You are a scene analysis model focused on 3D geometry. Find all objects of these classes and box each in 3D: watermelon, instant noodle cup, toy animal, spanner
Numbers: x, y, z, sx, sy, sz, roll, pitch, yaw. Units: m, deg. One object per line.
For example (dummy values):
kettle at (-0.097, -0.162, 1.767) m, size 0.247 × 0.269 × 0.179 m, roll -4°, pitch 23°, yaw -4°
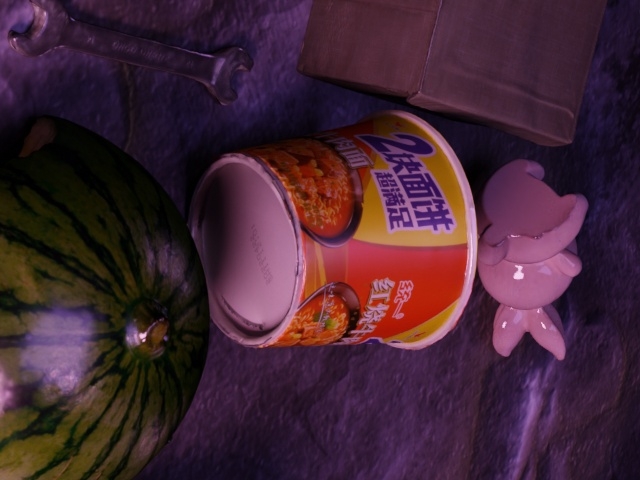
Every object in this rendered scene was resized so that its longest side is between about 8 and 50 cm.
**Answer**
watermelon at (-0.198, 0.082, 1.420) m, size 0.330 × 0.189 × 0.331 m, roll -11°, pitch 107°, yaw -39°
instant noodle cup at (0.000, 0.000, 1.597) m, size 0.174 × 0.213 × 0.213 m, roll -8°, pitch 107°, yaw -36°
toy animal at (0.200, 0.021, 1.884) m, size 0.124 × 0.124 × 0.212 m, roll -47°, pitch 151°, yaw -28°
spanner at (-0.145, -0.152, 1.523) m, size 0.254 × 0.015 × 0.054 m, roll 10°, pitch 94°, yaw -47°

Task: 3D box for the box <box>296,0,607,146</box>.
box at (0.121, -0.183, 1.698) m, size 0.231 × 0.149 × 0.155 m, roll 10°, pitch 94°, yaw -47°
